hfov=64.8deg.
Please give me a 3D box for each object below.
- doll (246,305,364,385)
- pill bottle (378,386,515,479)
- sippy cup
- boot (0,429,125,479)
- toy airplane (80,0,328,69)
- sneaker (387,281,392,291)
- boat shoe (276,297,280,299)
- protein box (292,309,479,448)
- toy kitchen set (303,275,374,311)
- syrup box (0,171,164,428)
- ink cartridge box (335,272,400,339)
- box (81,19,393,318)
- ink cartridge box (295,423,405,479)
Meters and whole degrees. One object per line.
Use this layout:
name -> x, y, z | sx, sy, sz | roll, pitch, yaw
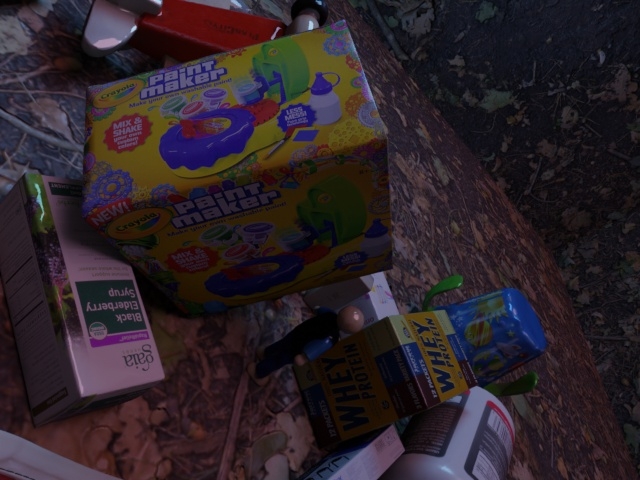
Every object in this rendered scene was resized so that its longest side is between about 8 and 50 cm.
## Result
doll -> -0.018, 0.137, 0.707 | 0.046, 0.189, 0.129 | 50, 31, -13
pill bottle -> 0.195, 0.379, 0.800 | 0.176, 0.176, 0.318 | 58, 34, 0
sippy cup -> 0.398, 0.228, 1.205 | 0.305, 0.224, 0.240 | 28, 40, -40
boot -> -0.248, 0.228, 0.338 | 0.244, 0.088, 0.176 | 53, 36, -42
toy airplane -> -0.194, -0.294, 0.840 | 0.386, 0.272, 0.384 | -37, 83, -24
sneaker -> 0.129, 0.102, 1.084 | 0.061, 0.065, 0.158 | 32, 38, -37
boat shoe -> -0.095, 0.044, 0.837 | 0.125, 0.038, 0.046 | 51, 11, -13
protein box -> 0.105, 0.214, 0.807 | 0.201, 0.200, 0.136 | 6, 57, -53
toy kitchen set -> 0.000, 0.000, 0.933 | 0.207, 0.122, 0.166 | 50, 30, -13
syrup box -> -0.256, 0.057, 0.526 | 0.093, 0.096, 0.236 | 3, 59, -56
ink cartridge box -> 0.082, 0.126, 0.967 | 0.090, 0.092, 0.143 | 11, 54, -52
box -> -0.076, -0.063, 0.610 | 0.279, 0.290, 0.177 | 72, 4, -60
ink cartridge box -> 0.029, 0.322, 0.695 | 0.207, 0.097, 0.046 | -5, 66, -58
